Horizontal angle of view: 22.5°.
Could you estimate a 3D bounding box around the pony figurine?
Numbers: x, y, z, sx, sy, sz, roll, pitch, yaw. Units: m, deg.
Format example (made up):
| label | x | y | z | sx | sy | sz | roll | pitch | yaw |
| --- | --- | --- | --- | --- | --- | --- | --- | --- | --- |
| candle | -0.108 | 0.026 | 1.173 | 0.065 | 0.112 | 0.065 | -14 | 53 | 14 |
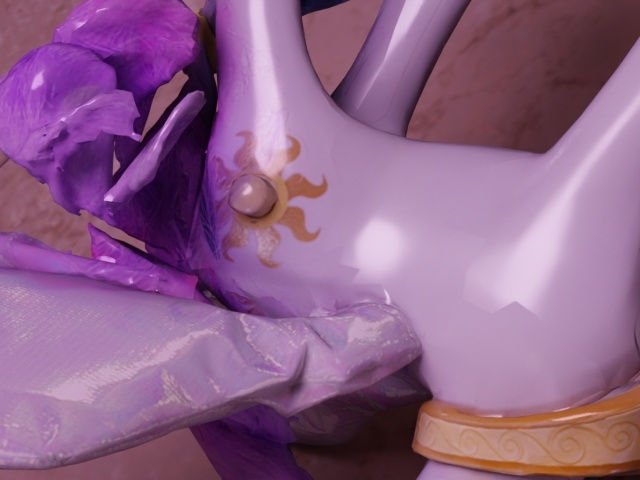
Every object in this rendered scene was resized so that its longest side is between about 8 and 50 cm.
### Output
| label | x | y | z | sx | sy | sz | roll | pitch | yaw |
| --- | --- | --- | --- | --- | --- | --- | --- | --- | --- |
| pony figurine | 0.000 | 0.000 | 0.493 | 0.351 | 0.303 | 0.363 | 21 | 93 | 19 |
